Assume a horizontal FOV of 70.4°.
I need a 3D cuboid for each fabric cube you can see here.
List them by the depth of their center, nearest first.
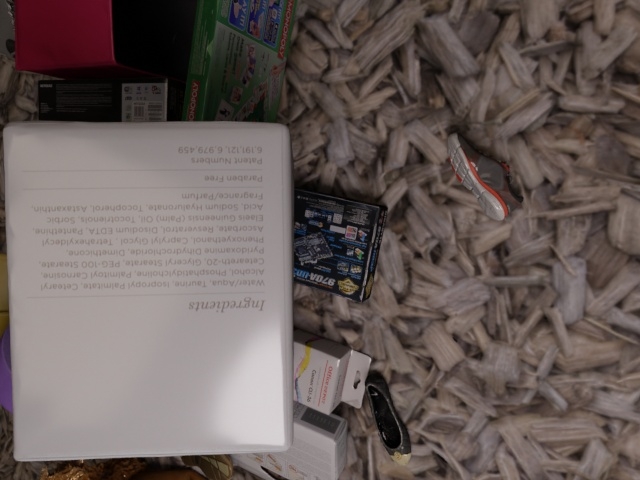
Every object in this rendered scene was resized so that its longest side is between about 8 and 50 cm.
[{"bbox_3d":[-0.380,-0.429,0.858,0.258,0.259,0.254,8,100,25],"label":"fabric cube"}]

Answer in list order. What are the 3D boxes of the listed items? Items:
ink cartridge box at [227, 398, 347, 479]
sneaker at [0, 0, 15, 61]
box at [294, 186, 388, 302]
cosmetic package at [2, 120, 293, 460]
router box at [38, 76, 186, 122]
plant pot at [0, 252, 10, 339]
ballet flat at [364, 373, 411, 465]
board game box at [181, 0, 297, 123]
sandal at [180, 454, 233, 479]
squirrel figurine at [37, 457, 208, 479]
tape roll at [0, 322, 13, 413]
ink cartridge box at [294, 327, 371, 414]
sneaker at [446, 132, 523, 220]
[{"bbox_3d":[-0.080,0.409,0.924,0.275,0.060,0.238,14,126,23],"label":"ink cartridge box"},{"bbox_3d":[-0.734,-0.544,1.116,0.132,0.086,0.228,37,120,12],"label":"sneaker"},{"bbox_3d":[0.000,0.000,0.843,0.220,0.051,0.175,14,101,23],"label":"box"},{"bbox_3d":[-0.201,0.052,0.670,0.328,0.329,0.393,-1,92,-4],"label":"cosmetic package"},{"bbox_3d":[-0.321,-0.242,0.861,0.309,0.243,0.080,8,99,23],"label":"router box"},{"bbox_3d":[-0.804,0.168,1.147,0.254,0.254,0.238,-19,72,26],"label":"plant pot"},{"bbox_3d":[0.117,0.329,0.825,0.058,0.049,0.173,-24,86,26],"label":"ballet flat"},{"bbox_3d":[-0.132,-0.313,0.781,0.046,0.213,0.317,17,102,22],"label":"board game box"},{"bbox_3d":[-0.253,0.484,1.021,0.180,0.049,0.072,-5,88,40],"label":"sandal"},{"bbox_3d":[-0.451,0.648,0.948,0.397,0.370,0.281,31,108,19],"label":"squirrel figurine"},{"bbox_3d":[-0.567,0.269,1.014,0.275,0.275,0.090,45,112,14],"label":"tape roll"},{"bbox_3d":[-0.013,0.248,0.867,0.198,0.067,0.115,14,101,23],"label":"ink cartridge box"},{"bbox_3d":[0.260,-0.109,0.717,0.065,0.061,0.157,-31,83,-2],"label":"sneaker"}]
